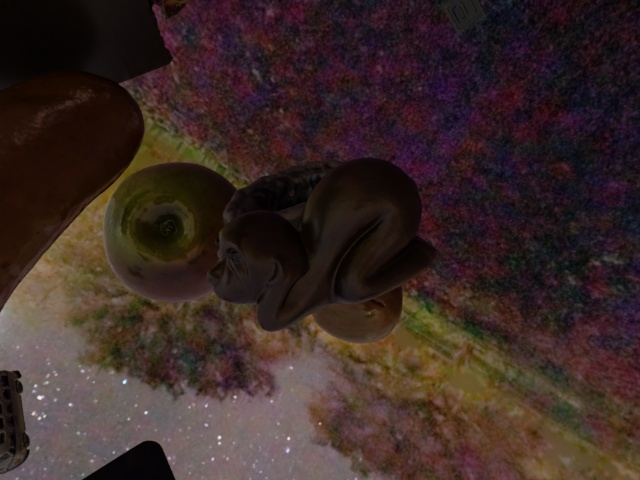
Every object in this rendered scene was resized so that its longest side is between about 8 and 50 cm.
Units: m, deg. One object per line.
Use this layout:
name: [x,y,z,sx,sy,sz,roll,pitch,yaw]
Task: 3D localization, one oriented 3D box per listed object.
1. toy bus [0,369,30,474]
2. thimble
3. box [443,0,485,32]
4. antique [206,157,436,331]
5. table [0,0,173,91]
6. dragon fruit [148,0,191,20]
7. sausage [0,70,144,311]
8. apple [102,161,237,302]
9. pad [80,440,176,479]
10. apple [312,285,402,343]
toy bus: [-0.641,0.355,0.819,0.089,0.087,0.194,107,142,-62]
thimble: [-0.033,-0.020,0.688,0.216,0.245,0.157,5,122,35]
box: [0.337,-0.558,0.987,0.074,0.054,0.099,-24,144,31]
antique: [0.000,0.000,0.470,0.121,0.256,0.144,-118,8,-65]
table: [-0.252,-0.239,0.324,0.173,0.169,0.193,56,166,20]
dragon fruit: [-0.213,-0.352,0.505,0.200,0.269,0.198,52,-177,7]
sausage: [-0.226,-0.018,0.286,0.108,0.271,0.109,20,153,11]
apple: [-0.331,-0.023,0.980,0.339,0.340,0.339,32,174,4]
pad: [-0.351,0.467,0.660,0.004,0.267,0.181,-27,86,45]
apple: [0.092,0.152,1.145,0.264,0.265,0.264,32,174,4]
